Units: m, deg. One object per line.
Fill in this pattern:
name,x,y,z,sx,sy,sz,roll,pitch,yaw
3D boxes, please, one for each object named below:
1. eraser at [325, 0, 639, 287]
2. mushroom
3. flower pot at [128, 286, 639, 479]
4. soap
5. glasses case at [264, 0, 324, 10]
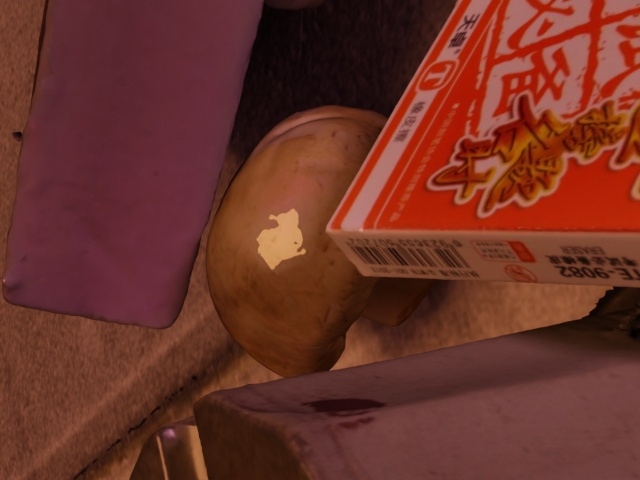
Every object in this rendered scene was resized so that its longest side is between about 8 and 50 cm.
eraser,0.122,-0.054,0.520,0.230,0.038,0.157,1,52,46
mushroom,0.000,0.000,0.748,0.148,0.112,0.148,-56,15,23
flower pot,0.080,0.135,0.496,0.290,0.259,0.290,-3,86,57
soap,-0.102,-0.151,0.805,0.296,0.107,0.285,-100,21,-53
glasses case,-0.007,-0.227,0.811,0.076,0.049,0.197,25,111,59
